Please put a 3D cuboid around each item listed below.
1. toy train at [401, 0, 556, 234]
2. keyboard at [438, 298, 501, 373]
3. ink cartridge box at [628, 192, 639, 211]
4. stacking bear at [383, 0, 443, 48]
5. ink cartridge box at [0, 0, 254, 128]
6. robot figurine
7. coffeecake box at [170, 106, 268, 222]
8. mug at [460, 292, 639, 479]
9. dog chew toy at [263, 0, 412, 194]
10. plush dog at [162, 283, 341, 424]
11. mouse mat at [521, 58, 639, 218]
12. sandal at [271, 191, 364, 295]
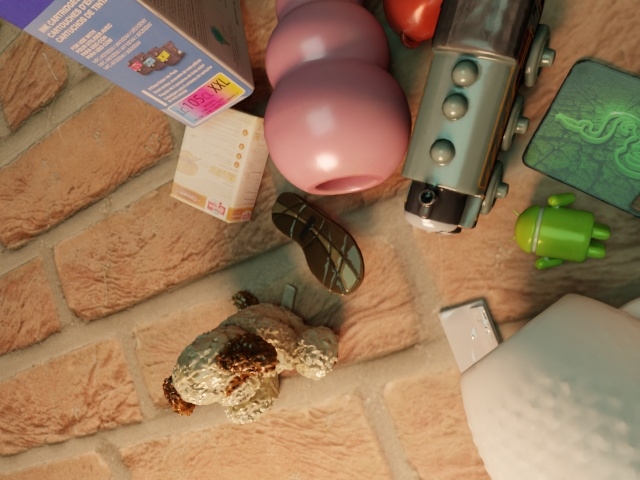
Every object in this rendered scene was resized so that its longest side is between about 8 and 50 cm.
[{"bbox_3d":[0.185,-0.164,0.622,0.142,0.190,0.333,21,104,25],"label":"toy train"},{"bbox_3d":[0.252,0.217,0.728,0.072,0.014,0.256,-24,84,32],"label":"keyboard"},{"bbox_3d":[0.464,-0.105,0.475,0.117,0.207,0.283,39,111,13],"label":"ink cartridge box"},{"bbox_3d":[0.098,-0.404,0.645,0.164,0.175,0.289,2,123,60],"label":"stacking bear"},{"bbox_3d":[-0.286,-0.374,0.694,0.151,0.395,0.270,-24,62,24],"label":"ink cartridge box"},{"bbox_3d":[0.308,-0.010,0.644,0.115,0.067,0.101,12,112,26],"label":"robot figurine"},{"bbox_3d":[-0.173,-0.142,0.877,0.142,0.068,0.185,24,105,23],"label":"coffeecake box"},{"bbox_3d":[0.365,0.208,0.550,0.374,0.276,0.328,-36,69,-5],"label":"mug"},{"bbox_3d":[0.014,-0.238,0.708,0.207,0.207,0.331,-11,82,28],"label":"dog chew toy"},{"bbox_3d":[-0.132,0.184,0.799,0.262,0.225,0.210,-38,78,25],"label":"plush dog"},{"bbox_3d":[0.378,-0.128,0.631,0.190,0.007,0.152,31,108,20],"label":"mouse mat"},{"bbox_3d":[0.000,0.000,0.813,0.219,0.060,0.090,42,106,33],"label":"sandal"}]
